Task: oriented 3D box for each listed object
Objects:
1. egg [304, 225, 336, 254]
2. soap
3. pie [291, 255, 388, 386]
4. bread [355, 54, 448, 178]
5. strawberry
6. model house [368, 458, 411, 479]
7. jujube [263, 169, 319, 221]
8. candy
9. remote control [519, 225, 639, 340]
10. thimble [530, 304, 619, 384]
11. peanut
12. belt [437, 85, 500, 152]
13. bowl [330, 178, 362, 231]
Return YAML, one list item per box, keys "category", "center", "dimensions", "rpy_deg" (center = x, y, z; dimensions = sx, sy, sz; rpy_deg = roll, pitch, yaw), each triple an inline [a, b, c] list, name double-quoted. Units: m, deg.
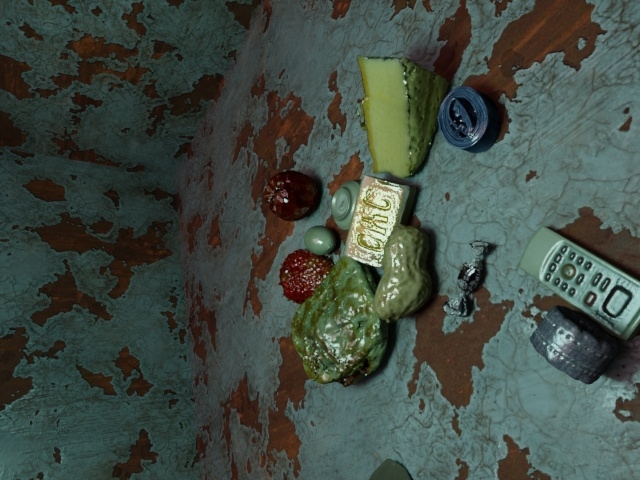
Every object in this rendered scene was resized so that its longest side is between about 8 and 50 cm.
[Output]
- category: "egg"
  center: [0.000, 0.000, 1.745]
  dimensions: [0.152, 0.114, 0.114]
  rpy_deg: [27, 108, 56]
- category: "soap"
  center: [0.184, -0.059, 1.453]
  dimensions: [0.173, 0.089, 0.274]
  rpy_deg: [18, 103, 27]
- category: "pie"
  center: [0.073, 0.271, 1.546]
  dimensions: [0.418, 0.180, 0.395]
  rpy_deg: [-60, 38, 21]
- category: "bread"
  center: [0.202, -0.377, 1.374]
  dimensions: [0.248, 0.279, 0.315]
  rpy_deg: [26, 95, 48]
- category: "strawberry"
  center: [-0.068, 0.132, 1.814]
  dimensions: [0.306, 0.138, 0.233]
  rpy_deg: [-24, 64, 54]
- category: "model house"
  center: [0.203, 0.789, 1.323]
  dimensions: [0.229, 0.122, 0.188]
  rpy_deg: [57, 135, 49]
- category: "jujube"
  center: [-0.118, -0.183, 1.885]
  dimensions: [0.232, 0.213, 0.213]
  rpy_deg: [23, 104, 60]
- category: "candy"
  center: [0.387, 0.102, 1.208]
  dimensions: [0.094, 0.051, 0.226]
  rpy_deg: [45, 122, 53]
- category: "remote control"
  center: [0.555, 0.080, 0.968]
  dimensions: [0.285, 0.038, 0.123]
  rpy_deg: [49, 126, 48]
- category: "thimble"
  center: [0.512, 0.206, 0.918]
  dimensions: [0.150, 0.150, 0.097]
  rpy_deg: [48, 119, 48]
- category: "peanut"
  center: [0.253, 0.102, 1.336]
  dimensions: [0.159, 0.143, 0.291]
  rpy_deg: [12, 89, 17]
- category: "belt"
  center: [0.396, -0.329, 1.228]
  dimensions: [0.141, 0.082, 0.190]
  rpy_deg: [-40, 55, 40]
- category: "bowl"
  center: [0.112, -0.123, 1.602]
  dimensions: [0.211, 0.112, 0.211]
  rpy_deg: [-17, 70, 56]
